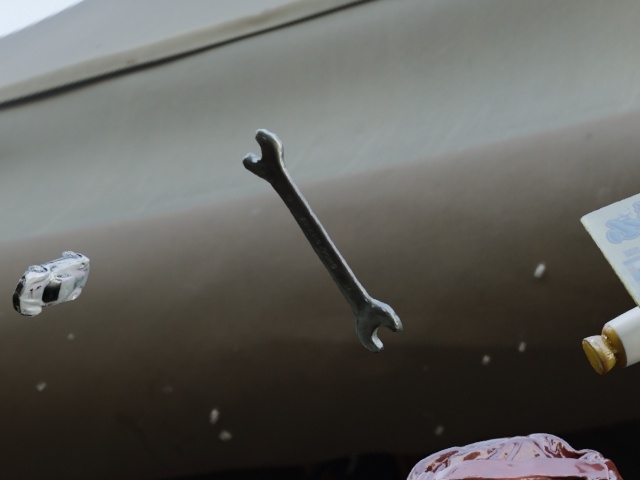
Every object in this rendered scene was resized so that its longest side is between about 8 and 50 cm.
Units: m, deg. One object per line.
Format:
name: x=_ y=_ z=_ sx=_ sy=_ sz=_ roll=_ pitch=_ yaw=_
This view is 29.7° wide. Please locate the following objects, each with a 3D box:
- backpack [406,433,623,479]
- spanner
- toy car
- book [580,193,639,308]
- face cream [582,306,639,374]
backpack: x=0.161 y=0.263 z=1.090 sx=0.229 sy=0.229 sz=0.139 roll=-3 pitch=-52 yaw=24
spanner: x=0.000 y=0.000 z=1.213 sx=0.054 sy=0.015 sz=0.254 roll=-35 pitch=-93 yaw=38
toy car: x=-0.223 y=0.038 z=1.006 sx=0.025 sy=0.093 sz=0.041 roll=21 pitch=-70 yaw=14
book: x=0.345 y=-0.002 z=1.099 sx=0.168 sy=0.192 sz=0.013 roll=-21 pitch=-59 yaw=3
face cream: x=0.398 y=0.099 z=1.424 sx=0.182 sy=0.051 sz=0.072 roll=-26 pitch=-44 yaw=-6
